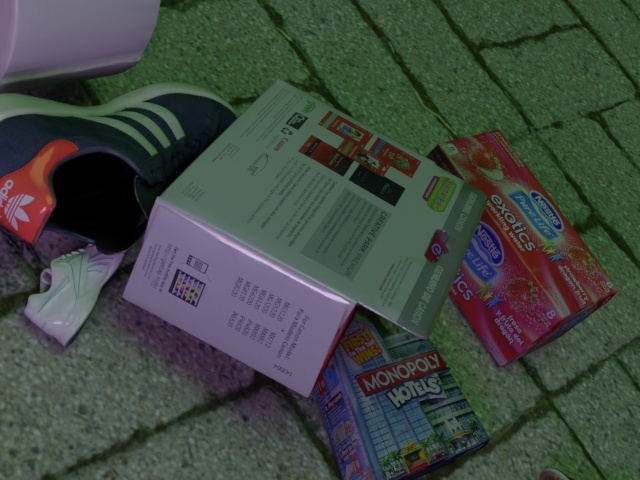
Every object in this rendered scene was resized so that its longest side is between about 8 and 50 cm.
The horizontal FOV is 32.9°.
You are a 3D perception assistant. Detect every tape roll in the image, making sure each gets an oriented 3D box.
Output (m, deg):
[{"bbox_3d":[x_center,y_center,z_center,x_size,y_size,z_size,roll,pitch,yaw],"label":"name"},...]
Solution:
[{"bbox_3d":[-0.299,-0.275,1.094,0.169,0.246,0.246,-20,69,-43],"label":"tape roll"}]

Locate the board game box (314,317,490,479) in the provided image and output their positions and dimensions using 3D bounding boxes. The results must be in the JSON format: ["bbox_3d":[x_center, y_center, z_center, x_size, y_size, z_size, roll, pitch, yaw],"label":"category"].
[{"bbox_3d":[0.069,0.153,1.137,0.194,0.060,0.194,-13,65,-41],"label":"board game box"}]

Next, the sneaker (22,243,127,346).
[{"bbox_3d":[-0.229,0.029,1.036,0.061,0.053,0.152,31,45,-6],"label":"sneaker"}]

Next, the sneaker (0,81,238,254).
[{"bbox_3d":[-0.183,-0.062,1.055,0.148,0.131,0.350,46,35,22],"label":"sneaker"}]

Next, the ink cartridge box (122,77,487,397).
[{"bbox_3d":[0.000,0.000,1.094,0.272,0.130,0.309,28,34,5],"label":"ink cartridge box"}]

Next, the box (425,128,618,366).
[{"bbox_3d":[0.217,0.004,1.314,0.128,0.122,0.256,-17,67,-43],"label":"box"}]

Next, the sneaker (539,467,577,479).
[{"bbox_3d":[0.295,0.280,1.204,0.118,0.042,0.067,45,47,-7],"label":"sneaker"}]
